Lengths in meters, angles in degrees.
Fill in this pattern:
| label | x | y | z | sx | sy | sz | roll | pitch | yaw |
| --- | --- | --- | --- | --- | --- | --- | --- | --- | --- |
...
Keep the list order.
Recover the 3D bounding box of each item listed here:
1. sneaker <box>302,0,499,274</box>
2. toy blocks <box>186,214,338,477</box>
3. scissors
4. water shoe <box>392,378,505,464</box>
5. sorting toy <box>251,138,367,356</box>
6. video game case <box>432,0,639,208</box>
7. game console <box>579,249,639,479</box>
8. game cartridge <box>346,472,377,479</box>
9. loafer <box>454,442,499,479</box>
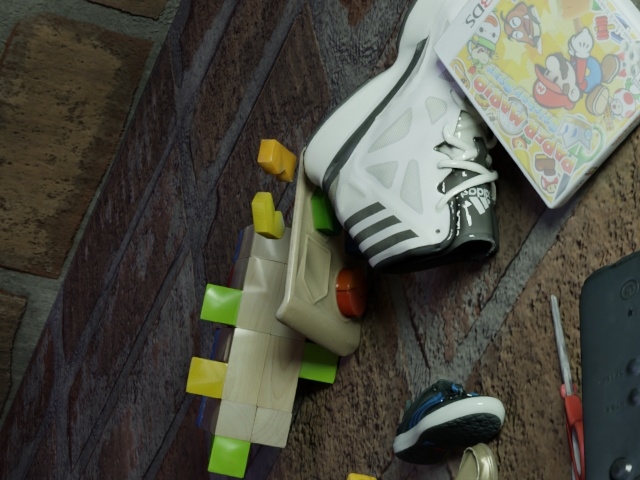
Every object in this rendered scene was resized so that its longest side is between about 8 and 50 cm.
| label | x | y | z | sx | sy | sz | roll | pitch | yaw |
| --- | --- | --- | --- | --- | --- | --- | --- | --- | --- |
| sneaker | 0.179 | -0.132 | 1.842 | 0.447 | 0.169 | 0.257 | -51 | 53 | 32 |
| toy blocks | -0.088 | 0.131 | 2.310 | 0.261 | 0.191 | 0.381 | 163 | 119 | -79 |
| scissors | 0.238 | 0.165 | 1.594 | 0.297 | 0.021 | 0.109 | -92 | -6 | -63 |
| water shoe | 0.133 | 0.183 | 1.800 | 0.203 | 0.073 | 0.080 | 141 | 140 | -58 |
| sorting toy | 0.000 | 0.000 | 2.044 | 0.041 | 0.307 | 0.229 | 3 | 74 | 27 |
| video game case | 0.231 | -0.182 | 1.663 | 0.227 | 0.026 | 0.206 | 56 | 131 | 22 |
| game console | 0.340 | 0.099 | 1.196 | 0.386 | 0.060 | 0.342 | -31 | 47 | 41 |
| game cartridge | 0.018 | 0.475 | 1.959 | 0.323 | 0.053 | 0.285 | -61 | 25 | 30 |
| loafer | 0.146 | 0.282 | 1.733 | 0.056 | 0.050 | 0.148 | -174 | 97 | -69 |
